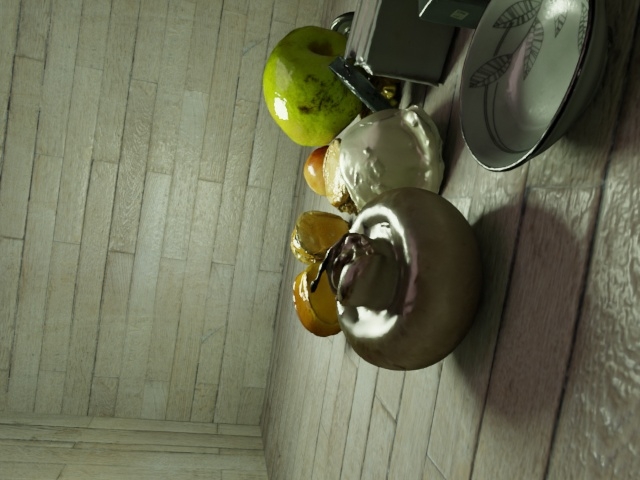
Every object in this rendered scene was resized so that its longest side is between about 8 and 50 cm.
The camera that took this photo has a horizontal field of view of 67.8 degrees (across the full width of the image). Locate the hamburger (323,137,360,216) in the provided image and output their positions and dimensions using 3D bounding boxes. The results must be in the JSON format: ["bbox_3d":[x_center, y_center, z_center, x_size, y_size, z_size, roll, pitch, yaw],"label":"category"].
[{"bbox_3d":[0.099,-0.221,1.626,0.243,0.146,0.286,121,144,-70],"label":"hamburger"}]

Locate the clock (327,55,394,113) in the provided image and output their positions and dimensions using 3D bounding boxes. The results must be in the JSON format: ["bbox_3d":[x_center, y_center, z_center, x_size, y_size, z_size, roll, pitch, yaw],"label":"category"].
[{"bbox_3d":[0.118,-0.429,1.348,0.049,0.226,0.226,-45,23,13],"label":"clock"}]

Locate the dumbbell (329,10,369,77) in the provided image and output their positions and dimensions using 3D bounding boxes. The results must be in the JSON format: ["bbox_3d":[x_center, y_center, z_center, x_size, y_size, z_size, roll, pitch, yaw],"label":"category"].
[{"bbox_3d":[0.122,-0.721,1.780,0.192,0.192,0.290,126,151,-66],"label":"dumbbell"}]

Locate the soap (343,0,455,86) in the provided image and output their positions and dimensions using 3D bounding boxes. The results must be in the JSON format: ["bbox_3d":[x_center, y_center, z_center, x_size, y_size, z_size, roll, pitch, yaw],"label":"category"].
[{"bbox_3d":[0.226,-0.644,1.203,0.350,0.213,0.435,-101,22,-64],"label":"soap"}]

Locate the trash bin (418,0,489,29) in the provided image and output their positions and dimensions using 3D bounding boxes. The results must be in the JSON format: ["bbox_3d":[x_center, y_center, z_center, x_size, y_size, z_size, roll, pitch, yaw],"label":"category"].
[{"bbox_3d":[0.287,-0.566,0.969,0.101,0.177,0.236,152,121,-74],"label":"trash bin"}]

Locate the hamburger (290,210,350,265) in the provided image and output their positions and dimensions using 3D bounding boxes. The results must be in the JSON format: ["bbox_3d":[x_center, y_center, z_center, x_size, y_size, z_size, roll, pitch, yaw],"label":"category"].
[{"bbox_3d":[0.000,0.000,1.812,0.163,0.244,0.244,116,158,-54],"label":"hamburger"}]

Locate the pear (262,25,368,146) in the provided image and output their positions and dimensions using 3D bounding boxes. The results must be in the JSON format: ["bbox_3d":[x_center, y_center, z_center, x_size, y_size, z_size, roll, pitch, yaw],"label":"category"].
[{"bbox_3d":[-0.022,-0.509,1.622,0.391,0.391,0.391,-172,90,-78],"label":"pear"}]

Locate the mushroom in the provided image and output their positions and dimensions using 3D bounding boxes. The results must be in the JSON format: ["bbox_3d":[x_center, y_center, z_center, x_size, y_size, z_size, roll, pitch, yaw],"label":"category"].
[{"bbox_3d":[0.133,0.069,0.931,0.362,0.294,0.362,-169,90,-68],"label":"mushroom"}]

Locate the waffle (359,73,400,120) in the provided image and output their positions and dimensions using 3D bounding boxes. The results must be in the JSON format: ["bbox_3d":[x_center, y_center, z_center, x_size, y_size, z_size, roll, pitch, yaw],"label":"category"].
[{"bbox_3d":[0.190,-0.448,1.601,0.329,0.062,0.329,-171,90,-78],"label":"waffle"}]

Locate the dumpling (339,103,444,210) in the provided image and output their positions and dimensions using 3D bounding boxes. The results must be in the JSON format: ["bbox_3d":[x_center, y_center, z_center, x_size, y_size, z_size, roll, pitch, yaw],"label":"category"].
[{"bbox_3d":[0.191,-0.177,1.223,0.395,0.233,0.315,-28,86,59],"label":"dumpling"}]

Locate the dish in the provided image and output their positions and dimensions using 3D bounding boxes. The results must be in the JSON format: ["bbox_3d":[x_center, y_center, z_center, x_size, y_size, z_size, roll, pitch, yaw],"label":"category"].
[{"bbox_3d":[0.332,-0.256,0.722,0.316,0.106,0.316,-175,90,-77],"label":"dish"}]

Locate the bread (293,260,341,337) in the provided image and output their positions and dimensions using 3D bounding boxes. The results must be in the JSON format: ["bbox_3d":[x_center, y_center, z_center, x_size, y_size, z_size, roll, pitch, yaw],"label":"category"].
[{"bbox_3d":[0.007,0.207,1.689,0.142,0.195,0.269,124,137,-51],"label":"bread"}]

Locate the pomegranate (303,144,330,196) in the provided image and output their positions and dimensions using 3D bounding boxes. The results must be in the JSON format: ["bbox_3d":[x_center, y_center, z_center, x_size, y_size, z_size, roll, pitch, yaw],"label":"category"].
[{"bbox_3d":[0.032,-0.275,1.881,0.209,0.209,0.209,-172,90,-78],"label":"pomegranate"}]
